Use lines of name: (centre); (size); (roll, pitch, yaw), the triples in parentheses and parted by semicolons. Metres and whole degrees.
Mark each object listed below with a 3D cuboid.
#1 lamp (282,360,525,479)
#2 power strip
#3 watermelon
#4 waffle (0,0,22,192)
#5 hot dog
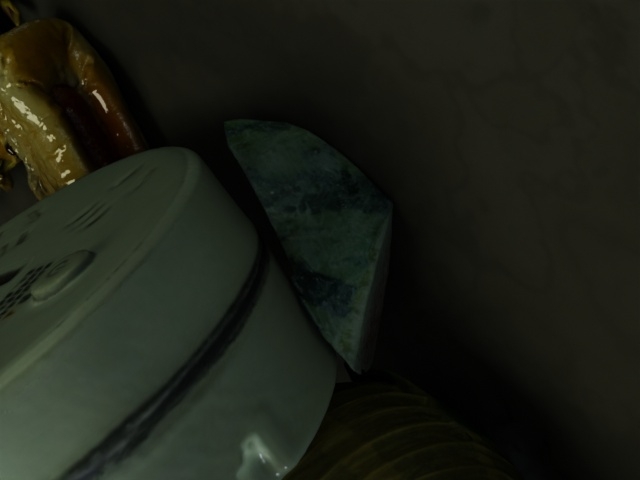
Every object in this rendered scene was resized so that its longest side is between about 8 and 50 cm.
lamp: (0.040, 0.213, 1.011); (0.284, 0.250, 0.250); (23, 140, 50)
power strip: (-0.175, 0.103, 0.999); (0.357, 0.357, 0.161); (-9, 123, 55)
watermelon: (0.000, -0.005, 1.016); (0.180, 0.081, 0.094); (66, 165, 5)
waffle: (-0.372, -0.173, 1.287); (0.379, 0.095, 0.382); (50, 146, 0)
hot dog: (-0.154, -0.041, 1.152); (0.073, 0.084, 0.242); (6, 126, 50)
